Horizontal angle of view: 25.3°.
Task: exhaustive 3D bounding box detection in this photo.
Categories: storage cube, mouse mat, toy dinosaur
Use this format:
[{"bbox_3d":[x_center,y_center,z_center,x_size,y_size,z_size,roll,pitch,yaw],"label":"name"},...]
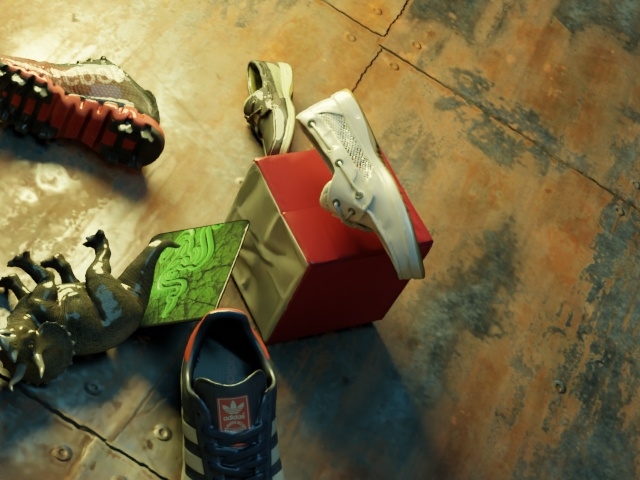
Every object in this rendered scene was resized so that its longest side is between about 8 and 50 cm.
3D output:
[{"bbox_3d":[0.000,0.000,1.907,0.193,0.215,0.183,-11,59,-30],"label":"storage cube"},{"bbox_3d":[-0.177,0.043,1.827,0.190,0.152,0.007,-71,144,-47],"label":"mouse mat"},{"bbox_3d":[-0.296,0.083,1.742,0.313,0.121,0.160,-18,75,-46],"label":"toy dinosaur"}]

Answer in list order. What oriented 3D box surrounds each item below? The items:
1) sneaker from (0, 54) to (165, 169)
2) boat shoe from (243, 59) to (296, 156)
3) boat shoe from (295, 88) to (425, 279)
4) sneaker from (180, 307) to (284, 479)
[{"bbox_3d":[-0.341,-0.199,1.959,0.276,0.097,0.135,20,45,-18],"label":"sneaker"},{"bbox_3d":[-0.081,-0.192,2.131,0.073,0.080,0.223,13,41,-14],"label":"boat shoe"},{"bbox_3d":[0.046,-0.058,1.783,0.096,0.098,0.277,-22,62,-4],"label":"boat shoe"},{"bbox_3d":[-0.101,0.237,1.643,0.131,0.148,0.350,-6,58,-14],"label":"sneaker"}]
